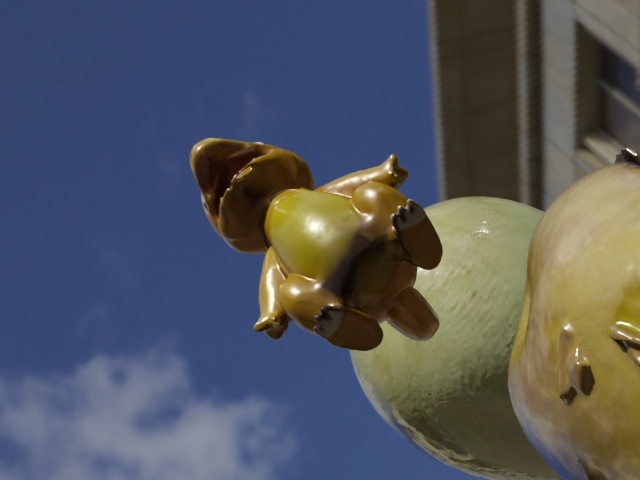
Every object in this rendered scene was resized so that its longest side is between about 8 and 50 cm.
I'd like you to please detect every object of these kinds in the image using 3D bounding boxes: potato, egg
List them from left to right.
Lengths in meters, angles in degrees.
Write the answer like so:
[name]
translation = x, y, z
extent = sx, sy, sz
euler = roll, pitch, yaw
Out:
[egg]
translation = 0.161, 0.091, 1.358
extent = 0.295, 0.218, 0.218
euler = 31, -76, -16
[potato]
translation = 0.120, 0.047, 0.553
extent = 0.138, 0.243, 0.098
euler = 45, -94, -4

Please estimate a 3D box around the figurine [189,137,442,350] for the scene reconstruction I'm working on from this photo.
[figurine]
translation = 0.001, 0.001, 0.947
extent = 0.121, 0.176, 0.122
euler = -52, -38, -1
